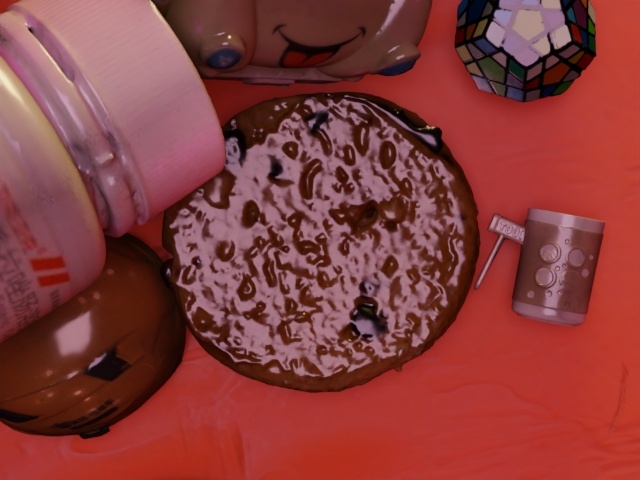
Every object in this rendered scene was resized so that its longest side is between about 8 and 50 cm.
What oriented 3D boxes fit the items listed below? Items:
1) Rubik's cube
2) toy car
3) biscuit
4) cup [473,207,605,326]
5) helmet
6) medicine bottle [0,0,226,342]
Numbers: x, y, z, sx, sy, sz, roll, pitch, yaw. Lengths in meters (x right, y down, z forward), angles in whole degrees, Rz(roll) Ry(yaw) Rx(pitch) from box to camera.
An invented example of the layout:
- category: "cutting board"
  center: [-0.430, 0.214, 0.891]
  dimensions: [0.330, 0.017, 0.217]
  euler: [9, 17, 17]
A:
- category: "Rubik's cube"
  center: [0.185, -0.189, 1.525]
  dimensions: [0.112, 0.133, 0.133]
  euler: [22, 90, -25]
- category: "toy car"
  center: [-0.009, -0.309, 1.440]
  dimensions: [0.242, 0.226, 0.336]
  euler: [-1, 87, -35]
- category: "biscuit"
  center: [0.000, 0.000, 1.547]
  dimensions: [0.296, 0.075, 0.296]
  euler: [0, 85, -3]
- category: "cup"
  center: [0.202, 0.023, 1.533]
  dimensions: [0.102, 0.074, 0.099]
  euler: [10, 91, -23]
- category: "helmet"
  center: [-0.237, 0.084, 1.535]
  dimensions: [0.224, 0.130, 0.198]
  euler: [-25, 85, 3]
- category: "medicine bottle"
  center: [-0.266, -0.063, 1.396]
  dimensions: [0.325, 0.256, 0.256]
  euler: [-32, 88, -17]
